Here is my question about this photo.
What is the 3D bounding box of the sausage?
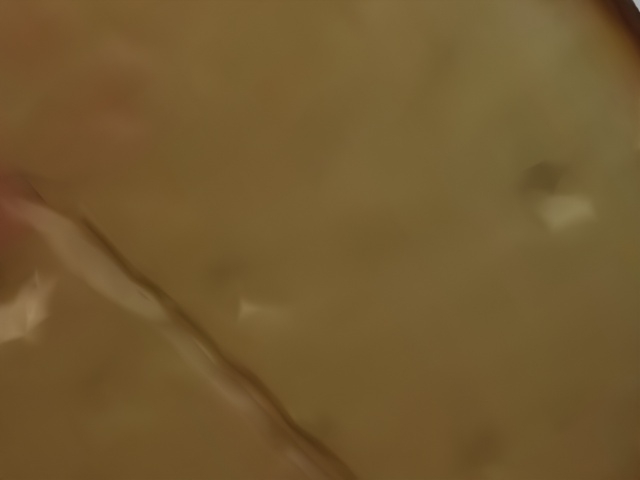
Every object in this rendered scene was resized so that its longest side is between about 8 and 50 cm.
[{"bbox_3d":[0.000,0.000,0.473,0.233,0.233,0.287,-35,1,8],"label":"sausage"}]
